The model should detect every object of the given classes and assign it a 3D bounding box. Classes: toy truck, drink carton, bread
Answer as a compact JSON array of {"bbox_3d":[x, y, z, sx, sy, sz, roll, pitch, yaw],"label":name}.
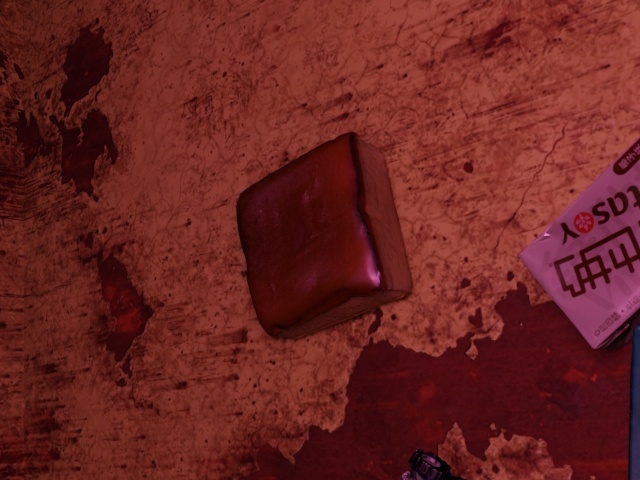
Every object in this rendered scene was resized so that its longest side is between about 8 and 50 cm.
[{"bbox_3d":[0.226,0.450,1.314,0.208,0.126,0.113,33,100,38],"label":"toy truck"},{"bbox_3d":[0.482,-0.014,1.168,0.324,0.132,0.194,-49,56,25],"label":"drink carton"},{"bbox_3d":[0.000,0.000,1.559,0.333,0.143,0.324,-27,66,35],"label":"bread"}]

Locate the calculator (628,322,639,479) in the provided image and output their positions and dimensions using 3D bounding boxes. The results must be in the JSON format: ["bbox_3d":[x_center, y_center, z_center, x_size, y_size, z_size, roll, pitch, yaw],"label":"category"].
[{"bbox_3d":[0.550,0.245,1.080,0.248,0.058,0.274,5,102,39],"label":"calculator"}]
